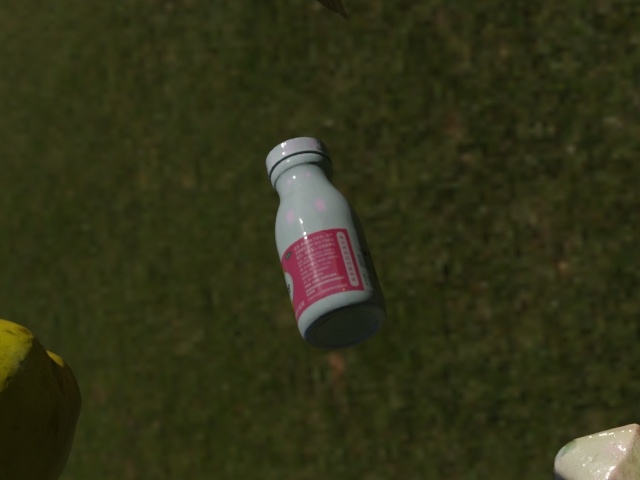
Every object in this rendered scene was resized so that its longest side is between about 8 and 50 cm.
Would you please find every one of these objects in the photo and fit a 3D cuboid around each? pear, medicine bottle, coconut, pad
[{"bbox_3d":[-0.270,0.132,1.392,0.200,0.200,0.200,175,90,-66],"label":"pear"},{"bbox_3d":[0.000,0.000,2.002,0.090,0.090,0.216,116,146,-49],"label":"medicine bottle"},{"bbox_3d":[0.252,0.214,1.678,0.122,0.116,0.116,36,143,3],"label":"coconut"},{"bbox_3d":[-0.002,-0.346,2.548,0.188,0.006,0.113,7,-118,-76],"label":"pad"}]
